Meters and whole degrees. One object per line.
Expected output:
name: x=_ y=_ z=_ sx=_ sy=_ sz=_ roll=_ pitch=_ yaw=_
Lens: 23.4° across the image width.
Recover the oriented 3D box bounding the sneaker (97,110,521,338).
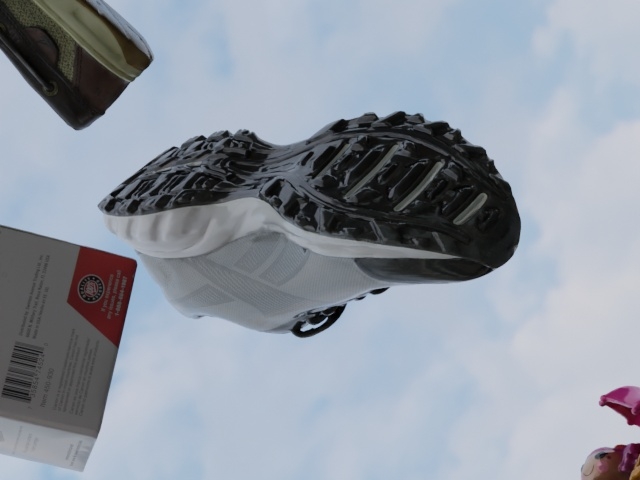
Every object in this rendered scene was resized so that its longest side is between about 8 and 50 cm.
sneaker: x=0.000 y=0.000 z=0.829 sx=0.100 sy=0.271 sz=0.108 roll=-44 pitch=-60 yaw=-34

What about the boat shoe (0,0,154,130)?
boat shoe: x=-0.135 y=-0.101 z=0.583 sx=0.049 sy=0.152 sz=0.056 roll=-52 pitch=-4 yaw=4

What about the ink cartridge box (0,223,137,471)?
ink cartridge box: x=-0.167 y=0.046 z=0.750 sx=0.056 sy=0.135 sz=0.099 roll=119 pitch=163 yaw=-58

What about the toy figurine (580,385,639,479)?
toy figurine: x=0.190 y=0.169 z=1.004 sx=0.159 sy=0.130 sz=0.173 roll=-51 pitch=-2 yaw=-45
